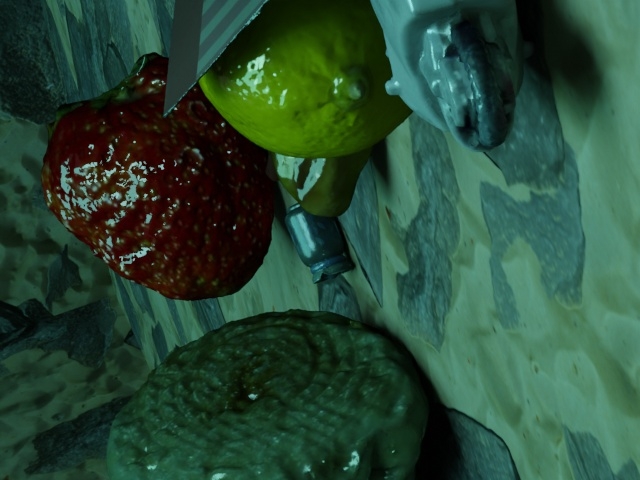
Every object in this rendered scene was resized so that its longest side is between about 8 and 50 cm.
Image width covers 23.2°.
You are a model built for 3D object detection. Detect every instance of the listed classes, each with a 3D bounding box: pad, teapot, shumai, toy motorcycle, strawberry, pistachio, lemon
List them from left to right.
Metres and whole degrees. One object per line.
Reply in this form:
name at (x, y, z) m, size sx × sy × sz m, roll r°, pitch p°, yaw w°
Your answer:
strawberry at (-0.174, -0.056, 1.783) m, size 0.277 × 0.257 × 0.257 m, roll 57°, pitch 164°, yaw 13°
pad at (-0.051, -0.250, 1.046) m, size 0.202 × 0.005 × 0.300 m, roll -41°, pitch 38°, yaw 48°
shumai at (-0.024, 0.242, 1.534) m, size 0.263 × 0.304 × 0.309 m, roll 66°, pitch 173°, yaw -34°
pistachio at (-0.009, -0.115, 1.348) m, size 0.189 × 0.100 × 0.110 m, roll 62°, pitch -170°, yaw -2°
lemon at (-0.004, -0.146, 1.093) m, size 0.203 × 0.178 × 0.178 m, roll -121°, pitch 17°, yaw -56°
teapot at (-0.004, 0.001, 1.582) m, size 0.063 × 0.049 × 0.083 m, roll 136°, pitch 114°, yaw -76°
toy motorcycle at (0.066, -0.171, 0.950) m, size 0.171 × 0.110 × 0.260 m, roll 78°, pitch 176°, yaw -81°

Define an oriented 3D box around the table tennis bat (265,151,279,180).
table tennis bat at (-0.045, -0.113, 1.660) m, size 0.155 × 0.019 × 0.098 m, roll 98°, pitch 149°, yaw -58°
